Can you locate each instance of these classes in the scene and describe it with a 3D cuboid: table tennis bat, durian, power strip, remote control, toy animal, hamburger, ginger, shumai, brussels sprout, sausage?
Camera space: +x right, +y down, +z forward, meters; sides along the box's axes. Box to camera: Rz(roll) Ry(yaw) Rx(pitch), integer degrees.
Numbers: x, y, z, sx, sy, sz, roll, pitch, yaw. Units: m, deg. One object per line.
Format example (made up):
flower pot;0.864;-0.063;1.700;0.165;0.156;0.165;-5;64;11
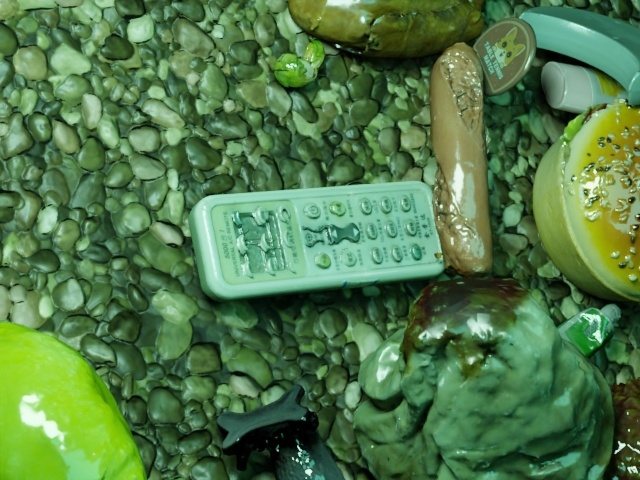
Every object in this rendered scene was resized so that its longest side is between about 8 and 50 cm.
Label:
table tennis bat;0.253;-0.209;1.981;0.119;0.170;0.107;24;36;-41
durian;-0.300;0.212;1.483;0.204;0.340;0.255;-21;109;-51
power strip;0.381;-0.264;2.033;0.168;0.054;0.253;-12;37;-42
remote control;0.000;0.000;1.812;0.335;0.065;0.128;-5;79;-30
toy animal;-0.023;0.272;1.721;0.210;0.121;0.117;61;12;-18
hamburger;0.430;-0.058;1.998;0.300;0.176;0.300;8;72;-27
ginger;0.110;-0.300;1.947;0.309;0.107;0.133;-4;54;-28
shumai;0.179;0.179;1.676;0.309;0.263;0.304;-11;59;5
brussels sprout;-0.021;-0.226;1.883;0.083;0.046;0.051;-40;102;-32
sausage;0.177;-0.110;1.873;0.079;0.087;0.326;-6;70;14

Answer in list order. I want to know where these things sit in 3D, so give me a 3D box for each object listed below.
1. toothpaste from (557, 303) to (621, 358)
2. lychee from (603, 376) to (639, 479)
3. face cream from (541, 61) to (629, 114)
toothpaste;0.311;0.155;1.945;0.248;0.047;0.078;-34;88;-30
lychee;0.413;0.282;1.856;0.271;0.271;0.271;9;70;-26
face cream;0.410;-0.207;2.100;0.198;0.057;0.084;7;47;-28
